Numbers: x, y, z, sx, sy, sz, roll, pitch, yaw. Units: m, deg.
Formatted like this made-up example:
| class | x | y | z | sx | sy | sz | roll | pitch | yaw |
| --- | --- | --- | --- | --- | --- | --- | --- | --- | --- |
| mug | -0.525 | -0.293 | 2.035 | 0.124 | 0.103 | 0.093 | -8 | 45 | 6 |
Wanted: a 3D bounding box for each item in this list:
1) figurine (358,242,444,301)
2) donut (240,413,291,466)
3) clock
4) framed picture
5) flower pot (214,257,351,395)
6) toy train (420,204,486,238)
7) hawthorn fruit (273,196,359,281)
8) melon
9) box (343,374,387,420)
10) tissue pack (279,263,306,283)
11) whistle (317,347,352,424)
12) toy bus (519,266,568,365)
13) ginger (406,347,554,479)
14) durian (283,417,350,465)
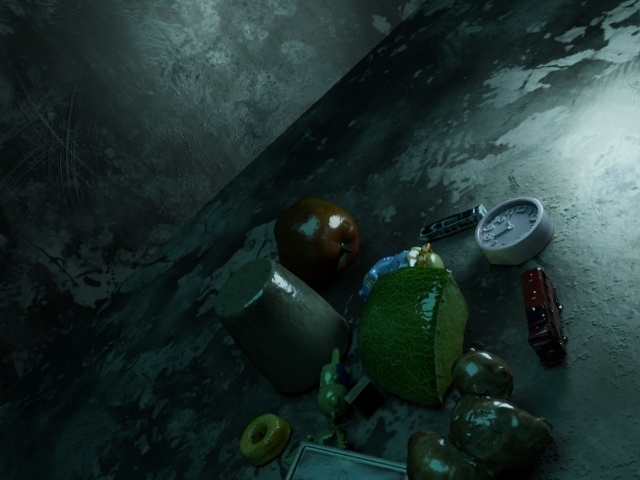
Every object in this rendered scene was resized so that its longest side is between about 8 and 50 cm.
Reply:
| class | x | y | z | sx | sy | sz | roll | pitch | yaw |
| --- | --- | --- | --- | --- | --- | --- | --- | --- | --- |
| figurine | 0.218 | 0.113 | 1.992 | 0.262 | 0.154 | 0.180 | -31 | -10 | 17 |
| donut | -0.153 | 0.533 | 1.942 | 0.152 | 0.058 | 0.152 | -32 | 29 | 21 |
| clock | 0.512 | -0.025 | 1.909 | 0.196 | 0.068 | 0.197 | -30 | 29 | 19 |
| framed picture | 0.046 | 0.564 | 1.589 | 0.289 | 0.020 | 0.211 | 5 | 49 | 27 |
| flower pot | -0.115 | 0.230 | 2.044 | 0.293 | 0.330 | 0.294 | -28 | 31 | 19 |
| toy train | 0.389 | -0.049 | 2.117 | 0.207 | 0.047 | 0.043 | -22 | 32 | 33 |
| hawthorn fruit | 0.000 | 0.000 | 2.297 | 0.300 | 0.268 | 0.268 | 13 | 58 | 51 |
| melon | 0.209 | 0.232 | 1.814 | 0.343 | 0.226 | 0.331 | -5 | 86 | 46 |
| box | 0.114 | 0.391 | 1.790 | 0.083 | 0.079 | 0.035 | -47 | 28 | -10 |
| tissue pack | -0.100 | 0.123 | 2.462 | 0.108 | 0.060 | 0.148 | -28 | 30 | 26 |
| whistle | 0.039 | 0.379 | 1.890 | 0.085 | 0.105 | 0.227 | 7 | 38 | 0 |
| toy bus | 0.499 | 0.168 | 1.619 | 0.073 | 0.096 | 0.235 | -28 | 29 | 28 |
| ginger | 0.295 | 0.414 | 1.436 | 0.256 | 0.176 | 0.375 | 32 | 84 | 41 |
| durian | 0.013 | 0.502 | 1.731 | 0.215 | 0.100 | 0.086 | -38 | 30 | 19 |
